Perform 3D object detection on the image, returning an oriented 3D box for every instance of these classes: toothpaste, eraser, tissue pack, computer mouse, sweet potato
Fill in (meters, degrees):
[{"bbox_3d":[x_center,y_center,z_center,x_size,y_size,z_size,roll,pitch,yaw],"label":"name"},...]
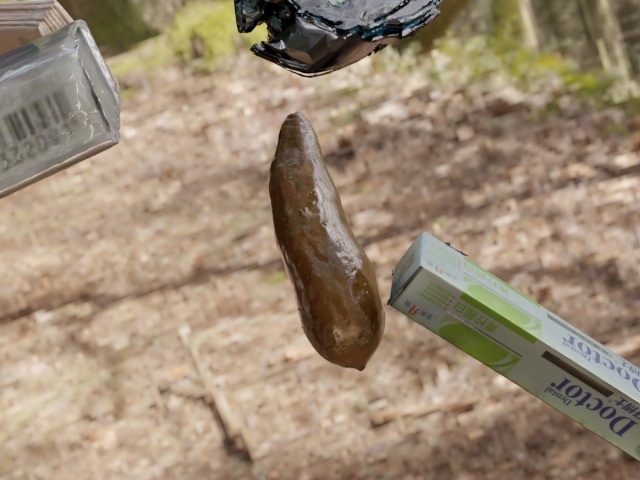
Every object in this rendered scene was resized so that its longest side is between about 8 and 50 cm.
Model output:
[{"bbox_3d":[0.226,0.114,1.637,0.067,0.336,0.081,-53,12,27],"label":"toothpaste"},{"bbox_3d":[-0.355,-0.050,1.273,0.397,0.082,0.213,-25,16,1],"label":"eraser"},{"bbox_3d":[-0.435,-0.239,2.068,0.325,0.170,0.071,3,54,33],"label":"tissue pack"},{"bbox_3d":[0.020,-0.215,1.401,0.242,0.146,0.077,-29,-21,-34],"label":"computer mouse"},{"bbox_3d":[-0.001,-0.001,1.676,0.097,0.292,0.097,-16,-8,-2],"label":"sweet potato"}]
